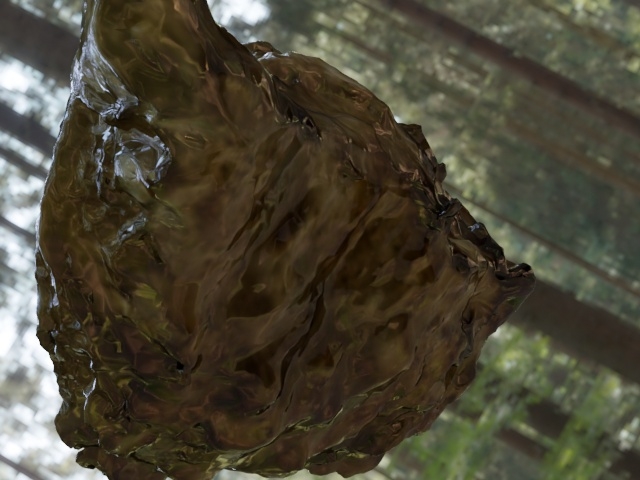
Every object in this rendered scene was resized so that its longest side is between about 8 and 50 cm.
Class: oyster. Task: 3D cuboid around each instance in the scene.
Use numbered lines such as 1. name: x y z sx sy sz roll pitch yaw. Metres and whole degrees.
1. oyster: -0.014 0.020 0.556 0.396 0.111 0.204 30 -102 -58
